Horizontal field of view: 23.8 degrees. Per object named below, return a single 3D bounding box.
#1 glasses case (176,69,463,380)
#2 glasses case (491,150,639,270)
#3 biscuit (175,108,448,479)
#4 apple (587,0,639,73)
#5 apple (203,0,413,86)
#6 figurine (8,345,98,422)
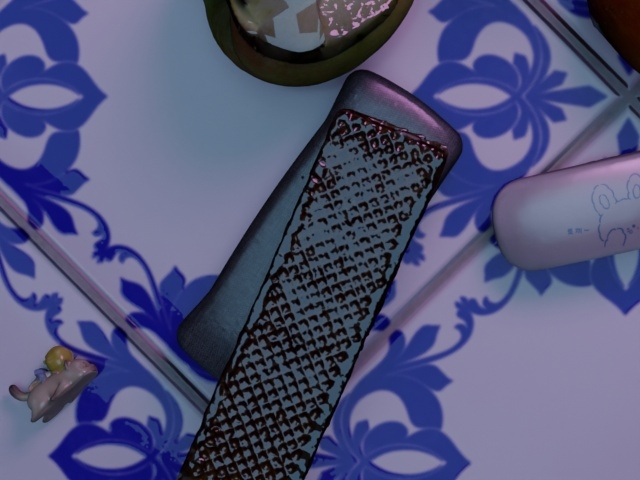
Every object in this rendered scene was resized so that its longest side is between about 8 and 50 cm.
[{"bbox_3d":[0.000,0.000,1.429,0.131,0.074,0.323,34,96,-1],"label":"glasses case"},{"bbox_3d":[0.276,-0.033,1.415,0.233,0.059,0.092,-12,92,4],"label":"glasses case"},{"bbox_3d":[-0.010,0.073,1.362,0.107,0.073,0.388,24,95,1],"label":"biscuit"},{"bbox_3d":[0.340,-0.219,1.346,0.199,0.199,0.199,0,94,4],"label":"apple"},{"bbox_3d":[-0.010,-0.237,1.365,0.188,0.174,0.207,-25,47,-13],"label":"apple"},{"bbox_3d":[-0.260,0.135,1.475,0.083,0.047,0.050,-42,80,1],"label":"figurine"}]
